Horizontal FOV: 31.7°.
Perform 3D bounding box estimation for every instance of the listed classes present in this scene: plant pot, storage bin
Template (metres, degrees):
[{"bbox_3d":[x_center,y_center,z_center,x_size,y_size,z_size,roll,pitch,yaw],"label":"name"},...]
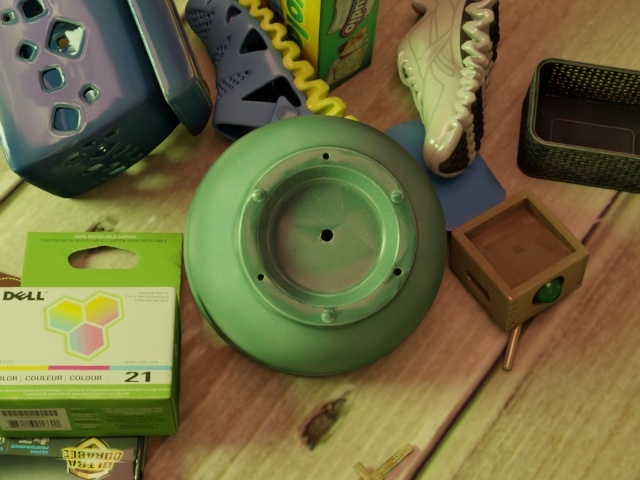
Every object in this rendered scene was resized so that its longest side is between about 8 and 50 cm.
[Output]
[{"bbox_3d":[0.000,0.000,1.165,0.293,0.196,0.293,0,87,-4],"label":"plant pot"},{"bbox_3d":[-0.249,-0.197,1.239,0.212,0.236,0.235,-21,84,-2],"label":"plant pot"},{"bbox_3d":[0.335,-0.137,1.352,0.180,0.084,0.122,9,65,1],"label":"storage bin"}]

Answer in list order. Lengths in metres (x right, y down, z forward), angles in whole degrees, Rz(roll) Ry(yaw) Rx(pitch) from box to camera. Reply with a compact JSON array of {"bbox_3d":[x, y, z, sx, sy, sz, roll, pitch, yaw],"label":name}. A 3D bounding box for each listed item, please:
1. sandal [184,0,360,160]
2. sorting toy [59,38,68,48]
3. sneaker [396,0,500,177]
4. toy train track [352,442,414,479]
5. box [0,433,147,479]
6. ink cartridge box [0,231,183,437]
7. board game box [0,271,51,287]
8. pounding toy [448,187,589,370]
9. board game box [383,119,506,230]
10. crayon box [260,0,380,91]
[{"bbox_3d":[-0.075,-0.173,1.337,0.138,0.126,0.317,-34,69,-11],"label":"sandal"},{"bbox_3d":[-0.374,-0.262,1.414,0.208,0.038,0.193,-28,69,-18],"label":"sorting toy"},{"bbox_3d":[0.146,-0.193,1.361,0.118,0.110,0.292,6,52,12],"label":"sneaker"},{"bbox_3d":[0.067,0.248,1.206,0.083,0.014,0.048,-36,64,-22],"label":"toy train track"},{"bbox_3d":[-0.297,0.273,1.160,0.220,0.051,0.175,4,65,-1],"label":"box"},{"bbox_3d":[-0.243,0.073,1.195,0.189,0.097,0.255,0,57,-3],"label":"ink cartridge box"},{"bbox_3d":[-0.392,0.098,1.251,0.281,0.027,0.145,16,65,5],"label":"board game box"},{"bbox_3d":[0.222,0.044,1.270,0.130,0.100,0.141,-29,59,-15],"label":"pounding toy"},{"bbox_3d":[0.138,-0.070,1.339,0.133,0.033,0.168,-16,60,-27],"label":"board game box"},{"bbox_3d":[-0.058,-0.384,1.297,0.106,0.363,0.313,-33,70,-15],"label":"crayon box"}]
